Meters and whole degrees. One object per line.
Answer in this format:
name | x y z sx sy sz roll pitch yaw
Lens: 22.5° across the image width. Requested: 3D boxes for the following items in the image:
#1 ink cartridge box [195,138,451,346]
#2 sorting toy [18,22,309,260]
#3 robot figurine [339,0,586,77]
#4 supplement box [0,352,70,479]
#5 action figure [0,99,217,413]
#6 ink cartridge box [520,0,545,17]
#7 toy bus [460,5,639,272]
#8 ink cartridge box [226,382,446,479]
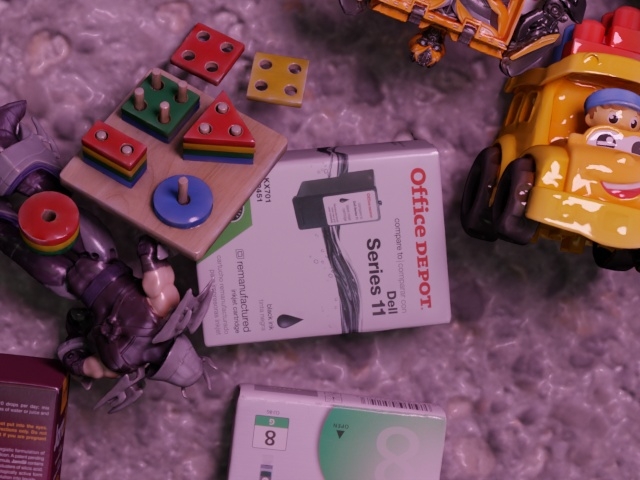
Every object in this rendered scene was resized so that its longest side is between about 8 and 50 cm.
ink cartridge box | 0.000 0.000 1.337 0.208 0.087 0.153 -6 99 -2
sorting toy | -0.109 -0.078 1.260 0.132 0.046 0.274 29 60 13
robot figurine | 0.128 -0.268 1.211 0.211 0.085 0.291 20 98 -4
supplement box | -0.261 0.197 1.345 0.081 0.104 0.188 7 98 -4
action figure | -0.188 0.020 1.304 0.285 0.099 0.185 44 112 5
ink cartridge box | 0.146 -0.299 1.298 0.160 0.092 0.219 19 97 -5
toy bus | 0.217 -0.087 1.276 0.149 0.220 0.211 14 91 -8
ink cartridge box | 0.005 0.244 1.392 0.181 0.056 0.224 6 96 -3
